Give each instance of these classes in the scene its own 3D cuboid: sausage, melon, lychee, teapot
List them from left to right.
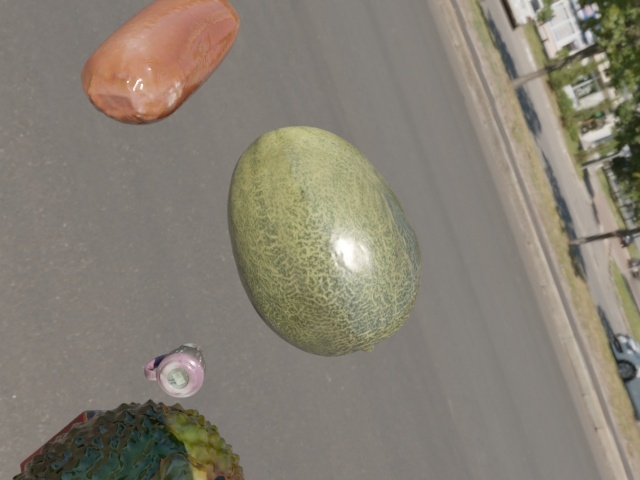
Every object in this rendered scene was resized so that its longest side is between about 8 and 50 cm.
[{"bbox_3d":[-0.193,0.301,0.550,0.320,0.269,0.270,100,-18,-66],"label":"lychee"},{"bbox_3d":[-0.122,-0.154,0.442,0.077,0.077,0.194,52,33,-28],"label":"sausage"},{"bbox_3d":[-0.357,0.328,1.389,0.116,0.148,0.146,59,6,-10],"label":"teapot"},{"bbox_3d":[0.000,0.000,0.749,0.248,0.248,0.329,-11,72,-62],"label":"melon"}]

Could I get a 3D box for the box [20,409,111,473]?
[{"bbox_3d":[-0.350,0.441,0.805,0.089,0.197,0.313,25,35,-48],"label":"box"}]
